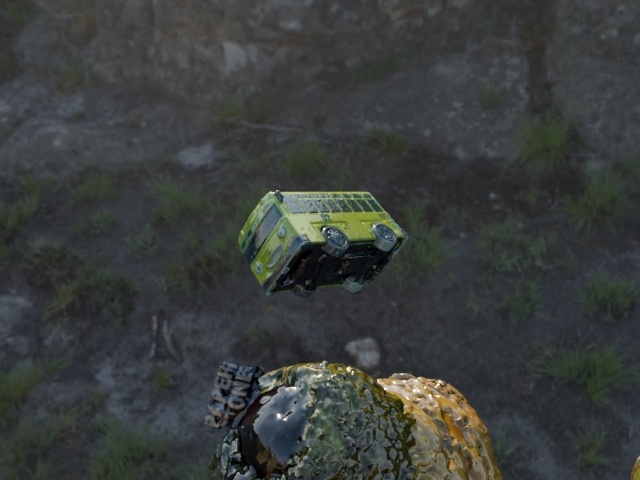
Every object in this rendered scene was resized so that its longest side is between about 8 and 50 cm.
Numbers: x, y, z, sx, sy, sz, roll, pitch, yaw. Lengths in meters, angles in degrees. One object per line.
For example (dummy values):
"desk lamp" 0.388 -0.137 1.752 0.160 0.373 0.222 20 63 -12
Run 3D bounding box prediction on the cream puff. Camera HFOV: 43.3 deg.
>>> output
"cream puff" 0.003 0.144 0.495 0.183 0.169 0.183 -31 38 28

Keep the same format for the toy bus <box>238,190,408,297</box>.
"toy bus" 0.000 0.000 0.872 0.175 0.088 0.101 -3 48 -47

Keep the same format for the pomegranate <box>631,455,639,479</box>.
"pomegranate" 0.597 0.395 1.290 0.205 0.159 0.159 -11 39 -13
